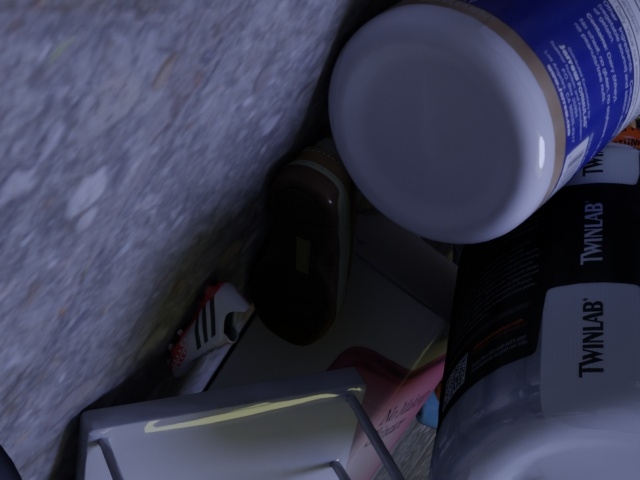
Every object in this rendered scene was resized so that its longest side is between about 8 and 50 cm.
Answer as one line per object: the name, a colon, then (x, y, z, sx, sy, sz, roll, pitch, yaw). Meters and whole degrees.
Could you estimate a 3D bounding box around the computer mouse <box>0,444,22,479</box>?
computer mouse: (-0.201, 0.193, 0.779, 0.188, 0.072, 0.272, -43, 163, -28)

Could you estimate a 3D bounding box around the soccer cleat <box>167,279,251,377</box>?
soccer cleat: (-0.074, 0.064, 0.933, 0.083, 0.036, 0.029, -60, 164, 25)

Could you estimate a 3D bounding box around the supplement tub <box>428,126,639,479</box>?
supplement tub: (0.186, 0.075, 0.933, 0.338, 0.207, 0.207, -75, -171, -54)

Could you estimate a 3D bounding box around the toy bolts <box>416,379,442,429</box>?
toy bolts: (0.140, 0.120, 1.603, 0.159, 0.218, 0.228, -2, 145, -8)

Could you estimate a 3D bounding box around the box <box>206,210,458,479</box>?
box: (0.011, 0.107, 1.111, 0.232, 0.127, 0.149, -57, 164, 17)

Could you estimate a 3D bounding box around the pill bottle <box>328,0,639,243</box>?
pill bottle: (0.136, -0.118, 0.917, 0.265, 0.153, 0.153, -38, 159, -44)

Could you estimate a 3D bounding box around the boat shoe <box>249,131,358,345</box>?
boat shoe: (0.000, 0.000, 0.964, 0.072, 0.068, 0.190, -56, 170, -35)

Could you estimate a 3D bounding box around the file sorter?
file sorter: (-0.052, 0.254, 0.941, 0.193, 0.173, 0.277, -8, 130, -24)

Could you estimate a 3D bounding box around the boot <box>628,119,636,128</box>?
boot: (0.242, -0.031, 1.255, 0.104, 0.295, 0.211, -16, 169, 28)

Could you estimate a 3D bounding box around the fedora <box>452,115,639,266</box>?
fedora: (0.249, 0.006, 1.444, 0.334, 0.334, 0.152, -47, -166, -19)
